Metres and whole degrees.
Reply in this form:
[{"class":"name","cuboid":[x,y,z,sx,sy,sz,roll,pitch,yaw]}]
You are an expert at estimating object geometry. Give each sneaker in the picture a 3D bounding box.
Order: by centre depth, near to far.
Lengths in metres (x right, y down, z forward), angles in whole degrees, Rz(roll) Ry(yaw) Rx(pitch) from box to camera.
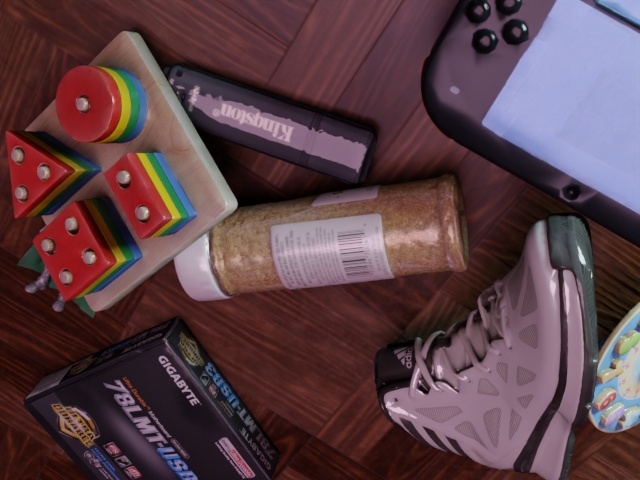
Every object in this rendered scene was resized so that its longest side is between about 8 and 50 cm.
[{"class":"sneaker","cuboid":[0.184,0.146,0.918,0.258,0.169,0.447,4,135,12]}]

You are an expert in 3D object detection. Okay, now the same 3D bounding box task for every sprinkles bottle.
[{"class":"sprinkles bottle","cuboid":[0.000,0.000,0.945,0.356,0.121,0.121,-7,116,16]}]

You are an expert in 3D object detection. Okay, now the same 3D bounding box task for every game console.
[{"class":"game console","cuboid":[0.320,-0.172,0.695,0.387,0.060,0.342,30,123,2]}]

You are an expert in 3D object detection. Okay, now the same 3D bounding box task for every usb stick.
[{"class":"usb stick","cuboid":[-0.066,-0.142,0.928,0.278,0.045,0.077,20,116,3]}]

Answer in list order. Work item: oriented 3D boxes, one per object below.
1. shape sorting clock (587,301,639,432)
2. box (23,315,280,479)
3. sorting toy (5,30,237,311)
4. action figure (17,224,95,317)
[{"class":"shape sorting clock","cuboid":[0.399,0.147,0.921,0.040,0.206,0.206,33,133,48]},{"class":"box","cuboid":[-0.262,0.295,1.190,0.293,0.073,0.295,-23,111,23]},{"class":"sorting toy","cuboid":[-0.271,-0.077,0.918,0.257,0.089,0.255,-35,80,27]},{"class":"action figure","cuboid":[-0.337,-0.007,1.054,0.137,0.063,0.232,32,116,-2]}]
